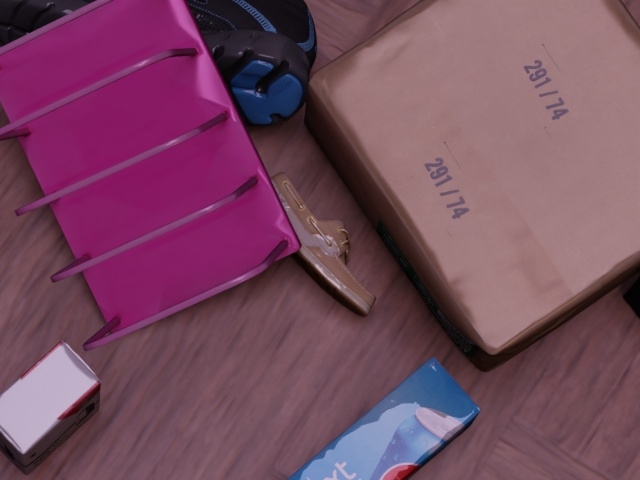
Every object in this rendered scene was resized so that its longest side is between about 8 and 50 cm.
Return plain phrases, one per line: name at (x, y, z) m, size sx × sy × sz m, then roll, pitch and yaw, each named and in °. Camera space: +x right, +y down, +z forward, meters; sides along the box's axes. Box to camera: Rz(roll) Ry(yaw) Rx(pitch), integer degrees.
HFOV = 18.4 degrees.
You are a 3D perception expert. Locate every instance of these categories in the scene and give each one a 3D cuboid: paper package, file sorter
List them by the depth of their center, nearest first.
file sorter at (-0.178, -0.071, 1.806) m, size 0.202 × 0.182 × 0.290 m, roll -25°, pitch 94°, yaw 8°
paper package at (0.187, -0.089, 1.890) m, size 0.309 × 0.168 × 0.325 m, roll -34°, pitch 81°, yaw -2°

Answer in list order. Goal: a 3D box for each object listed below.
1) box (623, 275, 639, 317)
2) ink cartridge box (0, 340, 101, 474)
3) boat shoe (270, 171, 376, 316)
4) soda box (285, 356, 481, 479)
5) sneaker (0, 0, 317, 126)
box at (0.460, 0.047, 1.934) m, size 0.261 × 0.103 × 0.184 m, roll -32°, pitch 75°, yaw -13°
ink cartridge box at (-0.254, 0.156, 1.822) m, size 0.099 × 0.135 × 0.056 m, roll -43°, pitch 84°, yaw -15°
boat shoe at (0.000, 0.000, 1.928) m, size 0.059 × 0.063 × 0.170 m, roll -43°, pitch 80°, yaw -9°
soda box at (0.049, 0.206, 1.866) m, size 0.210 × 0.067 × 0.071 m, roll -39°, pitch 80°, yaw -14°
sneaker at (-0.171, -0.203, 1.969) m, size 0.341 × 0.125 × 0.139 m, roll 12°, pitch 45°, yaw 2°
